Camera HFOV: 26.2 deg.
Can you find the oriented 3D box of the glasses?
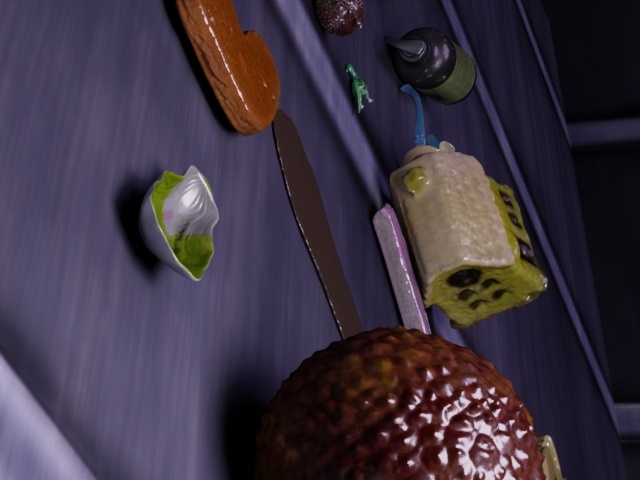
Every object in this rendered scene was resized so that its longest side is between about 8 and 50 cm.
[{"bbox_3d":[0.165,-0.130,2.207,0.189,0.088,0.220,57,5,-41],"label":"glasses"}]

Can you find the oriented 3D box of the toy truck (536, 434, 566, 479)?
[{"bbox_3d":[0.214,0.340,1.724,0.405,0.181,0.254,-11,88,-73],"label":"toy truck"}]

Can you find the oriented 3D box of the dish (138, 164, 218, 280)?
[{"bbox_3d":[-0.130,-0.018,1.213,0.091,0.039,0.137,63,19,-18],"label":"dish"}]

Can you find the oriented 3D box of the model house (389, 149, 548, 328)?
[{"bbox_3d":[0.185,-0.002,1.969,0.234,0.175,0.193,24,45,-52],"label":"model house"}]

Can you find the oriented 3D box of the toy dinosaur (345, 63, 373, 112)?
[{"bbox_3d":[0.052,-0.219,1.961,0.062,0.021,0.083,62,17,-15],"label":"toy dinosaur"}]

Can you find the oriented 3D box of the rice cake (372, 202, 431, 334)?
[{"bbox_3d":[0.112,0.050,1.889,0.047,0.036,0.206,-14,88,-85],"label":"rice cake"}]

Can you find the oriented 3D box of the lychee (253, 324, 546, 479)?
[{"bbox_3d":[0.074,0.202,1.270,0.260,0.261,0.260,-15,90,-72],"label":"lychee"}]

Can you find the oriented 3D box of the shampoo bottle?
[{"bbox_3d":[0.182,-0.296,2.285,0.284,0.101,0.101,12,64,-71],"label":"shampoo bottle"}]

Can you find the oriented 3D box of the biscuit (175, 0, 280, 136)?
[{"bbox_3d":[-0.098,-0.210,1.473,0.186,0.036,0.192,-78,147,-60],"label":"biscuit"}]

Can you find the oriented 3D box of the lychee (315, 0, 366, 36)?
[{"bbox_3d":[0.028,-0.317,1.890,0.083,0.067,0.068,55,-16,16],"label":"lychee"}]

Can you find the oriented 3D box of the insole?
[{"bbox_3d":[0.000,0.000,1.643,0.111,0.007,0.327,-47,119,-68],"label":"insole"}]
